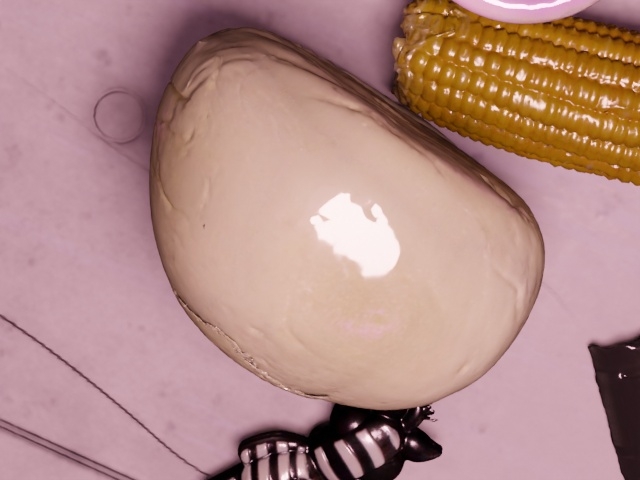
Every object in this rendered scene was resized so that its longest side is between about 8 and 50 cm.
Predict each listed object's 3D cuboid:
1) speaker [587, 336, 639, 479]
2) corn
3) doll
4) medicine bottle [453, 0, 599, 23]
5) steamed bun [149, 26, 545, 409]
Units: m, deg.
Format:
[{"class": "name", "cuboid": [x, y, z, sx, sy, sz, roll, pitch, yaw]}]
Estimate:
[{"class": "speaker", "cuboid": [0.384, 0.158, 1.389, 0.184, 0.388, 0.180, -21, 104, -11]}, {"class": "corn", "cuboid": [0.224, -0.114, 1.433, 0.344, 0.131, 0.131, 13, 103, 0]}, {"class": "doll", "cuboid": [0.002, 0.189, 1.539, 0.219, 0.067, 0.091, -25, 105, 13]}, {"class": "medicine bottle", "cuboid": [0.141, -0.261, 1.314, 0.178, 0.291, 0.178, 0, 103, 1]}, {"class": "steamed bun", "cuboid": [0.000, 0.000, 1.373, 0.334, 0.312, 0.233, 33, 99, 1]}]
